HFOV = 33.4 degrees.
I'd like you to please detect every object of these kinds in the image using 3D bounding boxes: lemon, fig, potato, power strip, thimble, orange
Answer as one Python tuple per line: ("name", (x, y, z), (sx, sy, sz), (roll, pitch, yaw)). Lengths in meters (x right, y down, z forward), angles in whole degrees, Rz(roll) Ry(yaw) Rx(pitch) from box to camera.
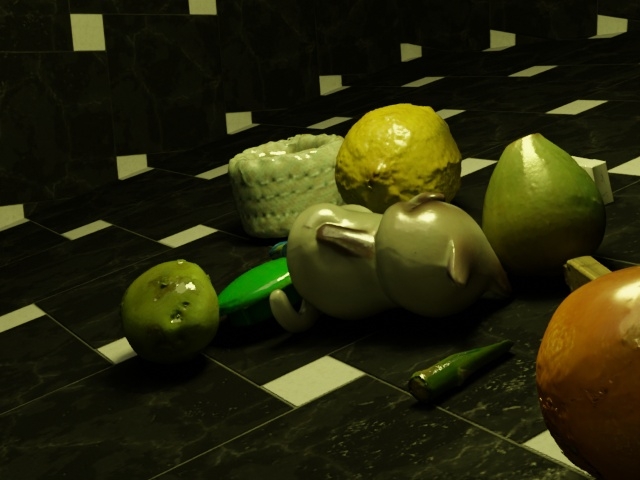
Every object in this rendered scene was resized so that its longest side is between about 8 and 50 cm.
("lemon", (0.169, -0.158, 2.251), (0.268, 0.268, 0.322), (-7, 18, 26))
("fig", (0.370, -0.052, 1.770), (0.207, 0.230, 0.207), (3, -21, 1))
("potato", (-0.263, 0.122, 1.843), (0.149, 0.186, 0.253), (21, -13, -30))
("power strip", (0.422, 0.082, 1.551), (0.044, 0.064, 0.305), (-14, 16, -5))
("thimble", (-0.060, -0.129, 2.470), (0.292, 0.195, 0.291), (-11, 13, 3))
("orange", (0.346, 0.142, 1.099), (0.246, 0.246, 0.246), (-14, 16, 4))

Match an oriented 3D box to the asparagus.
("asparagus", (0.200, 0.174, 1.492), (0.178, 0.041, 0.045), (-25, 27, -33))

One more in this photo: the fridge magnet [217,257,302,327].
("fridge magnet", (-0.103, 0.091, 1.918), (0.208, 0.088, 0.208), (-25, 7, 3))

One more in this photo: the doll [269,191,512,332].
("doll", (0.108, 0.027, 1.765), (0.371, 0.225, 0.215), (-10, -18, 32))

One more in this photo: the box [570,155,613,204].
("box", (0.514, -0.121, 2.111), (0.040, 0.083, 0.154), (-18, 16, -18))

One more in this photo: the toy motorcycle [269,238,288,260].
("toy motorcycle", (0.000, 0.000, 2.177), (0.254, 0.092, 0.135), (-10, 24, 48))
